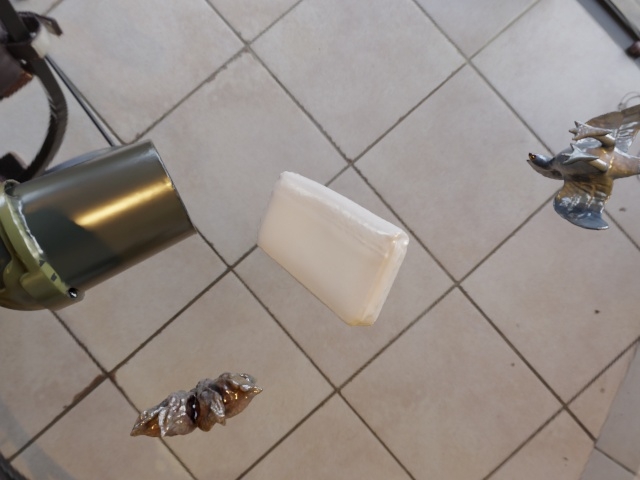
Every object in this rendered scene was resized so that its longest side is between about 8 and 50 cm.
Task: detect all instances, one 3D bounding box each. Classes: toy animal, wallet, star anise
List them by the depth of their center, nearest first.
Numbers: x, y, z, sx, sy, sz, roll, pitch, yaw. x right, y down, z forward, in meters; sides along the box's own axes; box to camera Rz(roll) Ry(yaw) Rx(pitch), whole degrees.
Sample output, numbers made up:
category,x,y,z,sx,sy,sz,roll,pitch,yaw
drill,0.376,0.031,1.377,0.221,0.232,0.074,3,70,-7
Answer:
category,x,y,z,sx,sy,sz,roll,pitch,yaw
wallet,0.000,0.000,0.439,0.033,0.190,0.095,14,103,-42
toy animal,0.454,-0.132,0.770,0.255,0.176,0.239,26,92,40
star anise,-0.189,0.270,0.782,0.196,0.212,0.073,-16,85,12

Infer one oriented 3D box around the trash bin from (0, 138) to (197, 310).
category,x,y,z,sx,sy,sz,roll,pitch,yaw
trash bin,-0.386,-0.019,0.742,0.333,0.214,0.214,-26,88,-11
